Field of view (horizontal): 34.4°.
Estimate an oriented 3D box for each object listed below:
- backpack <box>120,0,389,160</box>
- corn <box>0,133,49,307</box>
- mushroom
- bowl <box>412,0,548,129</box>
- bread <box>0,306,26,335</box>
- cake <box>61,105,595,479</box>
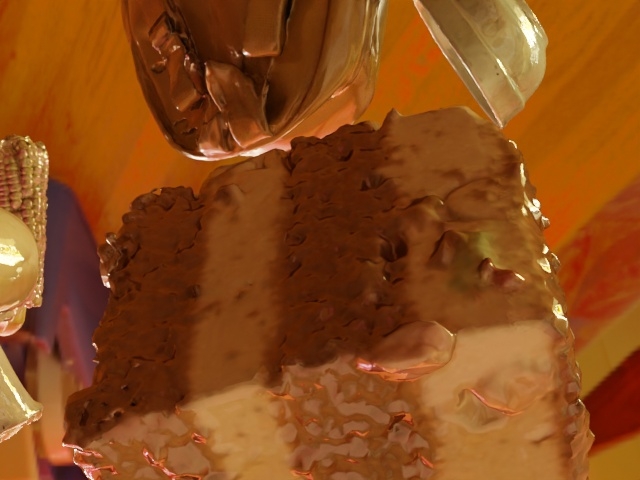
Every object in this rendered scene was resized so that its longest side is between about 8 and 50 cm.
[{"bbox_3d":[-0.067,-0.255,1.066,0.201,0.378,0.353,8,169,-44],"label":"backpack"},{"bbox_3d":[-0.584,-0.037,1.996,0.126,0.335,0.126,-2,176,0],"label":"corn"},{"bbox_3d":[-0.497,0.117,1.411,0.314,0.336,0.314,-31,179,-1],"label":"mushroom"},{"bbox_3d":[0.302,-0.373,1.885,0.163,0.307,0.307,-37,135,9],"label":"bowl"},{"bbox_3d":[-0.659,0.088,2.142,0.098,0.217,0.147,13,161,-35],"label":"bread"},{"bbox_3d":[0.022,0.096,0.693,0.290,0.256,0.282,-10,127,9],"label":"cake"}]
